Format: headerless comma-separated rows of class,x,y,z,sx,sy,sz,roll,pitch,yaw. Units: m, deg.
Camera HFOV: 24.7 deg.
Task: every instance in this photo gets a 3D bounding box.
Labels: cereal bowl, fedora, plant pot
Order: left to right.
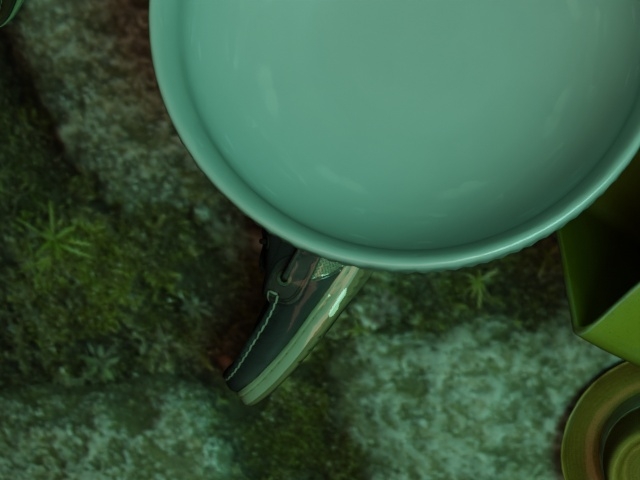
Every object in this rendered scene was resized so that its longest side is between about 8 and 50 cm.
cereal bowl,0.064,-0.141,0.969,0.339,0.141,0.339,-1,84,5
fedora,0.280,0.180,1.120,0.194,0.079,0.194,2,100,13
plant pot,0.302,-0.007,0.989,0.187,0.212,0.212,36,116,-17

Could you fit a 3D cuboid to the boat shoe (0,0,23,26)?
boat shoe,-0.265,-0.267,1.037,0.095,0.095,0.257,3,115,10

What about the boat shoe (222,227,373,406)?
boat shoe,0.000,0.000,1.107,0.092,0.103,0.285,35,112,0
